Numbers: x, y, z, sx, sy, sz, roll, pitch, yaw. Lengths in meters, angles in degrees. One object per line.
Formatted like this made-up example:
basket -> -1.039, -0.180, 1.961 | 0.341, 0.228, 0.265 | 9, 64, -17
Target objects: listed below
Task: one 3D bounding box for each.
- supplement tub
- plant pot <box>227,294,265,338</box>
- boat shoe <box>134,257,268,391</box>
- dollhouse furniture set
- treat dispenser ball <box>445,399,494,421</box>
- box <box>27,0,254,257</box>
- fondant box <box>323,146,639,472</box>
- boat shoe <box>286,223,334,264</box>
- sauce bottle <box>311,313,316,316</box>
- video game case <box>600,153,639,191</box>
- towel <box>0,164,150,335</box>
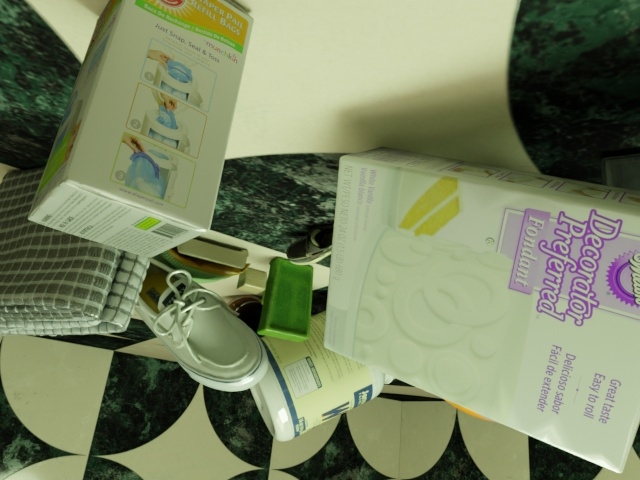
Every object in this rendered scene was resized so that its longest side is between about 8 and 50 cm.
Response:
supplement tub -> 0.002, 0.295, 1.227 | 0.325, 0.235, 0.235 | -20, 166, -18
plant pot -> -0.161, 0.239, 1.393 | 0.167, 0.167, 0.165 | -4, 165, 24
boat shoe -> -0.245, 0.122, 0.944 | 0.367, 0.136, 0.156 | 33, 152, 33
dollhouse furniture set -> -0.191, 0.111, 1.059 | 0.301, 0.151, 0.197 | 17, 156, -25
treat dispenser ball -> 0.260, 0.109, 0.740 | 0.288, 0.288, 0.288 | 5, 159, 2
box -> -0.140, -0.104, 0.424 | 0.103, 0.203, 0.114 | 22, 156, -34
fondant box -> 0.169, 0.048, 0.546 | 0.330, 0.238, 0.096 | 16, -158, 30
boat shoe -> 0.000, 0.000, 0.867 | 0.152, 0.056, 0.049 | -19, 144, 30
sauce bottle -> -0.012, 0.232, 1.474 | 0.042, 0.042, 0.128 | -13, 150, 41
video game case -> 0.446, -0.005, 0.530 | 0.274, 0.196, 0.026 | -4, 175, 25
towel -> -0.371, 0.005, 0.730 | 0.284, 0.235, 0.121 | -4, 153, 22
